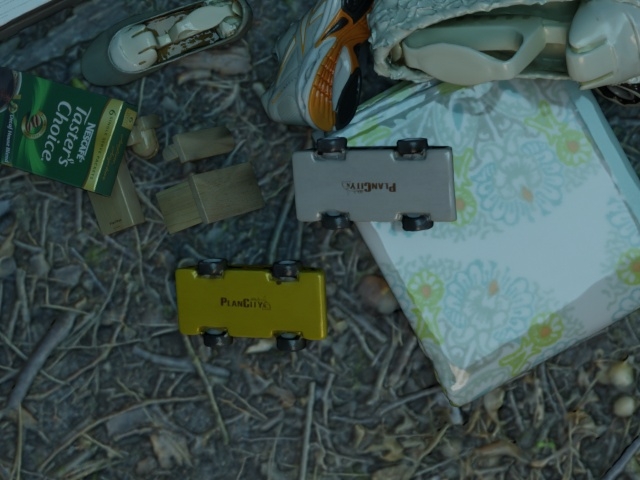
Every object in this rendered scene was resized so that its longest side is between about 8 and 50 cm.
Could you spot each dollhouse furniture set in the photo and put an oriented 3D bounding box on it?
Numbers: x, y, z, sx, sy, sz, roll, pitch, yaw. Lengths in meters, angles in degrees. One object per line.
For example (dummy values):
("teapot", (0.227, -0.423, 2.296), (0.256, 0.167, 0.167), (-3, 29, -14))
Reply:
("dollhouse furniture set", (-0.178, -0.077, 1.830), (0.151, 0.123, 0.144), (-19, 90, 32))

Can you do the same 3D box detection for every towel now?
("towel", (0.207, -0.041, 1.822), (0.321, 0.090, 0.374), (-28, 91, 0))

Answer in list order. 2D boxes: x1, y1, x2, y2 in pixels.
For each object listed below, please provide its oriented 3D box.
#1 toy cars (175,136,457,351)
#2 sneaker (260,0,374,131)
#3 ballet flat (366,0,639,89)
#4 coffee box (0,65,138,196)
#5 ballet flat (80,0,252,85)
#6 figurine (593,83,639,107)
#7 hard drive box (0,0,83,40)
("toy cars", (0.000, 0.000, 1.761), (0.394, 0.087, 0.176), (-43, 83, 24))
("sneaker", (0.002, -0.248, 1.809), (0.099, 0.121, 0.262), (42, 62, -41))
("ballet flat", (0.242, -0.213, 1.682), (0.409, 0.147, 0.147), (1, 89, 19))
("coffee box", (-0.308, -0.127, 1.782), (0.184, 0.040, 0.113), (19, 88, 23))
("ballet flat", (-0.182, -0.240, 1.811), (0.213, 0.068, 0.072), (-20, 90, -3))
("figurine", (0.451, -0.227, 1.788), (0.215, 0.092, 0.209), (27, 85, -3))
("hard drive box", (-0.374, -0.363, 1.793), (0.181, 0.089, 0.232), (-26, 91, -3))
